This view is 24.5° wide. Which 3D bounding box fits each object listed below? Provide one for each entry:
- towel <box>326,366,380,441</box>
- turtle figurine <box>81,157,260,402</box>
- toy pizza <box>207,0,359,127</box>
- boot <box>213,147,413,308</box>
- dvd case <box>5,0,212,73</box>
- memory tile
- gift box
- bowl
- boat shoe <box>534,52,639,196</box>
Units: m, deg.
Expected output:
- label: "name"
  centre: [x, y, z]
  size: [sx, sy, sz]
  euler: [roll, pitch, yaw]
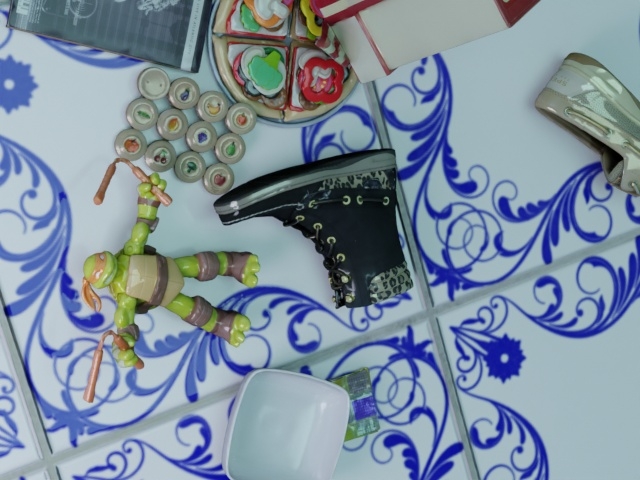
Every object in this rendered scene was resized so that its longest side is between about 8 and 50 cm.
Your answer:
- label: "towel"
  centre: [0.039, 0.199, 1.780]
  size: [0.060, 0.009, 0.083]
  euler: [-14, 98, -23]
- label: "turtle figurine"
  centre: [-0.180, 0.058, 1.630]
  size: [0.217, 0.087, 0.270]
  euler: [15, 72, -34]
- label: "toy pizza"
  centre: [-0.033, -0.231, 1.709]
  size: [0.201, 0.032, 0.201]
  euler: [-2, 94, -24]
- label: "boot"
  centre: [0.002, 0.000, 1.706]
  size: [0.236, 0.085, 0.179]
  euler: [-17, 101, -28]
- label: "dvd case"
  centre: [-0.223, -0.289, 1.629]
  size: [0.221, 0.018, 0.165]
  euler: [11, 87, -23]
- label: "memory tile"
  centre: [-0.151, -0.123, 1.664]
  size: [0.148, 0.012, 0.113]
  euler: [21, 92, -21]
- label: "gift box"
  centre: [0.100, -0.339, 1.628]
  size: [0.276, 0.258, 0.255]
  euler: [-37, 106, -41]
- label: "bowl"
  centre: [-0.046, 0.221, 1.720]
  size: [0.142, 0.053, 0.142]
  euler: [16, 87, -24]
- label: "boat shoe"
  centre: [0.397, -0.106, 1.870]
  size: [0.302, 0.109, 0.098]
  euler: [41, 82, -15]
